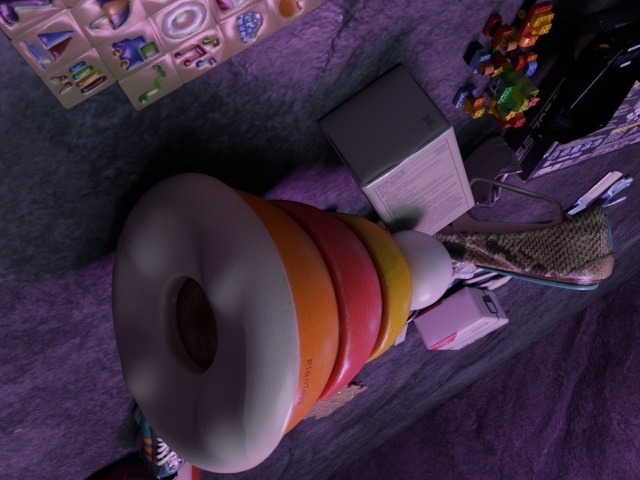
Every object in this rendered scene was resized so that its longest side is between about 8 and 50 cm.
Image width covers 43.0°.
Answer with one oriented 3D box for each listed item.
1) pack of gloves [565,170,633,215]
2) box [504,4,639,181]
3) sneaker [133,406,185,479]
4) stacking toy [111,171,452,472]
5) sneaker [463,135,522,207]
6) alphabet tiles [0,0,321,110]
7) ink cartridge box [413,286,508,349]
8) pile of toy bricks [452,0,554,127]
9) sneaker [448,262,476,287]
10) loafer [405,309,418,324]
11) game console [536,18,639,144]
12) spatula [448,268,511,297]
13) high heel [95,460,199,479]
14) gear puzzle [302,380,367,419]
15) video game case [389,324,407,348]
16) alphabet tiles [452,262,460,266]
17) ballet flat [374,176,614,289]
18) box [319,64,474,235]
[{"bbox_3d":[0.708,-0.083,2.102,0.195,0.046,0.232,-3,143,-52],"label":"pack of gloves"},{"bbox_3d":[0.543,-0.272,1.438,0.394,0.097,0.318,-18,155,-31],"label":"box"},{"bbox_3d":[-0.308,0.400,1.644,0.108,0.121,0.302,-22,155,-25],"label":"sneaker"},{"bbox_3d":[0.001,0.077,1.077,0.479,0.351,0.351,-8,147,-42],"label":"stacking toy"},{"bbox_3d":[0.270,-0.085,1.458,0.080,0.094,0.212,-6,146,-50],"label":"sneaker"},{"bbox_3d":[-0.115,-0.249,0.729,0.342,0.011,0.285,-31,157,-4],"label":"alphabet tiles"},{"bbox_3d":[0.379,0.212,2.173,0.172,0.100,0.237,-33,159,21],"label":"ink cartridge box"},{"bbox_3d":[0.272,-0.226,1.159,0.118,0.105,0.212,-22,155,-25],"label":"pile of toy bricks"},{"bbox_3d":[0.303,0.048,1.822,0.190,0.071,0.083,-18,148,-50],"label":"sneaker"},{"bbox_3d":[0.035,0.106,1.403,0.267,0.096,0.084,-3,152,32],"label":"loafer"},{"bbox_3d":[0.504,-0.267,1.240,0.361,0.044,0.213,-22,155,-22],"label":"game console"},{"bbox_3d":[0.453,0.093,2.158,0.242,0.019,0.168,-16,153,-35],"label":"spatula"},{"bbox_3d":[-0.406,0.568,1.934,0.181,0.127,0.377,-5,163,7],"label":"high heel"},{"bbox_3d":[-0.013,0.415,2.176,0.175,0.044,0.339,-38,154,15],"label":"gear puzzle"},{"bbox_3d":[0.108,0.250,1.989,0.232,0.042,0.210,-27,156,-13],"label":"video game case"},{"bbox_3d":[0.183,0.072,1.607,0.284,0.021,0.278,-26,-178,-17],"label":"alphabet tiles"},{"bbox_3d":[0.248,-0.019,1.390,0.482,0.182,0.164,1,-169,25],"label":"ballet flat"},{"bbox_3d":[0.122,-0.106,1.184,0.148,0.121,0.311,-33,157,3],"label":"box"}]
